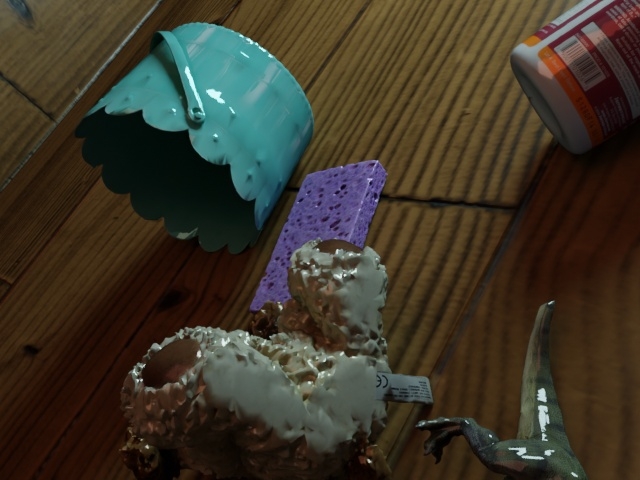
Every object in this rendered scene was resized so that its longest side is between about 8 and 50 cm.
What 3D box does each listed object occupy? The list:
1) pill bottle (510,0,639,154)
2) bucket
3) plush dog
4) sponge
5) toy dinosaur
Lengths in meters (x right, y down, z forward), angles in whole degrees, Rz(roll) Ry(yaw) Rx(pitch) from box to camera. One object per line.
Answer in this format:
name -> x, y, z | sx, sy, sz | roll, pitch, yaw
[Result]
pill bottle -> 0.298, -0.186, 0.592 | 0.221, 0.121, 0.121 | -33, 38, 14
bucket -> -0.155, -0.132, 0.857 | 0.281, 0.281, 0.183 | 1, 51, 44
plush dog -> -0.052, 0.142, 0.589 | 0.262, 0.210, 0.225 | -35, 10, -38
sponge -> 0.000, 0.000, 0.766 | 0.117, 0.031, 0.210 | -8, 49, 40
toy dinosaur -> 0.134, 0.166, 0.455 | 0.118, 0.064, 0.268 | -18, 41, 21
